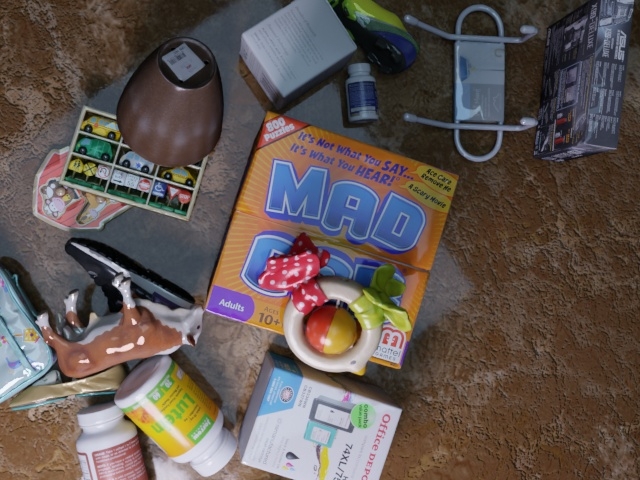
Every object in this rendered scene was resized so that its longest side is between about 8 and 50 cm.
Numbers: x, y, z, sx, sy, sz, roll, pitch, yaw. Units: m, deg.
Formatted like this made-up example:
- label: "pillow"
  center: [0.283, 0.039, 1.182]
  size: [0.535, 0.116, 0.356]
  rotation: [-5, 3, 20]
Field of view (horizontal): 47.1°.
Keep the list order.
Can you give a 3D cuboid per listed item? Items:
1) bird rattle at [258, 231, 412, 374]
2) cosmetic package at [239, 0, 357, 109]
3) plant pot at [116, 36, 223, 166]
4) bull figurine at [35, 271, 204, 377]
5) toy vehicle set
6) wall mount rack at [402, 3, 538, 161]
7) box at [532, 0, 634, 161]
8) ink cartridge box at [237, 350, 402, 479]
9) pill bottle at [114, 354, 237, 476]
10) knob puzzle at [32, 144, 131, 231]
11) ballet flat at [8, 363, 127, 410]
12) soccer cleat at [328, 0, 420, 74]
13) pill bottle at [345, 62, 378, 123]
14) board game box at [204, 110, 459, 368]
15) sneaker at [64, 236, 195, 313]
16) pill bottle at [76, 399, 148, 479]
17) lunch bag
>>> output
- label: "bird rattle"
  center: [0.017, 0.116, 1.180]
  size: [0.253, 0.143, 0.207]
  rotation: [13, 106, -5]
- label: "cosmetic package"
  center: [-0.049, -0.390, 1.511]
  size: [0.183, 0.151, 0.151]
  rotation: [-35, 94, -8]
- label: "plant pot"
  center: [-0.274, -0.283, 1.407]
  size: [0.215, 0.230, 0.216]
  rotation: [6, 71, -17]
- label: "bull figurine"
  center: [-0.384, 0.166, 1.416]
  size: [0.310, 0.101, 0.189]
  rotation: [-22, 109, 4]
- label: "toy vehicle set"
  center: [-0.376, -0.155, 1.501]
  size: [0.266, 0.035, 0.166]
  rotation: [16, 84, -14]
- label: "wall mount rack"
  center: [0.311, -0.351, 1.574]
  size: [0.303, 0.130, 0.350]
  rotation: [0, 89, -8]
- label: "box"
  center: [0.549, -0.333, 1.554]
  size: [0.076, 0.242, 0.308]
  rotation: [7, 88, -8]
- label: "ink cartridge box"
  center: [-0.007, 0.371, 1.493]
  size: [0.269, 0.197, 0.198]
  rotation: [19, 88, -8]
- label: "pill bottle"
  center: [-0.282, 0.356, 1.475]
  size: [0.136, 0.136, 0.246]
  rotation: [-41, 108, -6]
- label: "knob puzzle"
  center: [-0.502, -0.103, 1.505]
  size: [0.213, 0.030, 0.213]
  rotation: [0, 90, -9]
- label: "ballet flat"
  center: [-0.509, 0.290, 1.487]
  size: [0.232, 0.080, 0.073]
  rotation: [-6, 81, -17]
- label: "soccer cleat"
  center: [0.096, -0.481, 1.578]
  size: [0.289, 0.093, 0.121]
  rotation: [47, 54, -1]
- label: "pill bottle"
  center: [0.088, -0.315, 1.573]
  size: [0.067, 0.067, 0.120]
  rotation: [-5, 91, -8]
- label: "board game box"
  center: [0.000, 0.000, 1.413]
  size: [0.356, 0.356, 0.357]
  rotation: [18, 89, -8]
- label: "sneaker"
  center: [-0.406, 0.104, 1.485]
  size: [0.283, 0.107, 0.124]
  rotation: [32, 92, -7]
- label: "pill bottle"
  center: [-0.418, 0.437, 1.472]
  size: [0.121, 0.121, 0.216]
  rotation: [-12, 92, -8]
- label: "lunch bag"
  center: [-0.664, 0.178, 1.441]
  size: [0.224, 0.108, 0.279]
  rotation: [-32, 94, -7]
